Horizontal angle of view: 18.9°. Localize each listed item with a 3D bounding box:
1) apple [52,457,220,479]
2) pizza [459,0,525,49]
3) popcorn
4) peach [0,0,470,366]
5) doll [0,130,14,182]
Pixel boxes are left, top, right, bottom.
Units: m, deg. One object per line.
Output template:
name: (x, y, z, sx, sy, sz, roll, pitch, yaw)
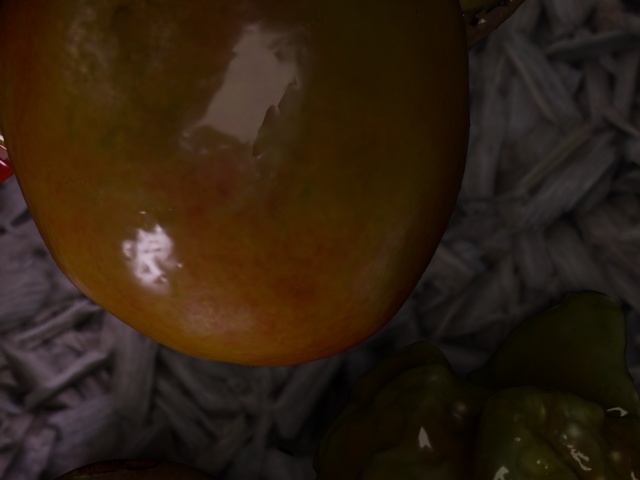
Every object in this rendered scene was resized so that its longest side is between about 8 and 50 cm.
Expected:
apple: (-0.127, 0.253, 1.322, 0.211, 0.188, 0.211, -1, 96, -12)
pizza: (0.071, -0.295, 1.326, 0.391, 0.080, 0.435, -12, 102, -7)
popcorn: (0.150, 0.203, 1.315, 0.325, 0.290, 0.321, 19, 98, 8)
peach: (-0.044, -0.078, 1.158, 0.307, 0.308, 0.332, -20, 115, -6)
doll: (-0.319, -0.169, 1.239, 0.363, 0.160, 0.183, 30, 94, -12)
